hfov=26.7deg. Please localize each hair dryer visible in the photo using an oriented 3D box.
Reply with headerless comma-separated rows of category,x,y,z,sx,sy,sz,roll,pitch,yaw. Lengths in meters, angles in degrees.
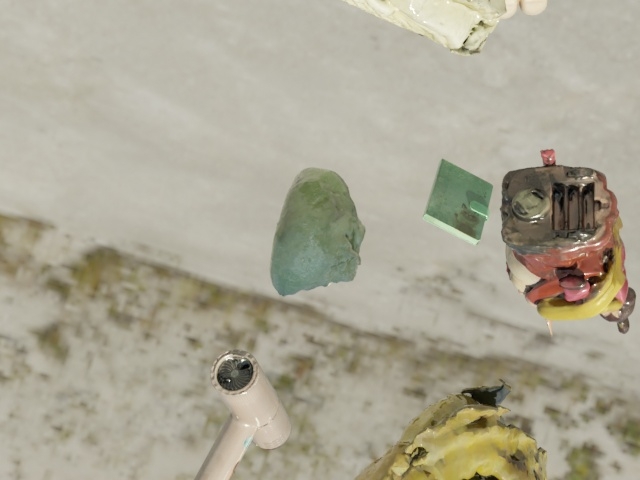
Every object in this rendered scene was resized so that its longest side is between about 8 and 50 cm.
hair dryer,-0.119,0.237,1.416,0.054,0.220,0.195,30,162,21

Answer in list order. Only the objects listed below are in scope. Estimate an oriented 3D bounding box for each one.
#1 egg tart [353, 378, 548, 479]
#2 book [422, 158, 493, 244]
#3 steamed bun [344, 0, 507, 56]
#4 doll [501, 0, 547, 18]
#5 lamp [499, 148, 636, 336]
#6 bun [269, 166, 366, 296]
egg tart,0.085,0.233,0.912,0.132,0.297,0.297,25,-177,31
book,0.220,-0.061,2.124,0.103,0.135,0.017,27,136,-7
steamed bun,0.105,-0.444,1.963,0.394,0.237,0.346,25,-170,1
doll,0.283,-0.440,2.086,0.154,0.119,0.278,-14,-136,-8
lamp,0.227,0.020,1.237,0.118,0.118,0.253,17,162,22
bun,0.000,0.000,2.011,0.127,0.203,0.212,11,-143,7
